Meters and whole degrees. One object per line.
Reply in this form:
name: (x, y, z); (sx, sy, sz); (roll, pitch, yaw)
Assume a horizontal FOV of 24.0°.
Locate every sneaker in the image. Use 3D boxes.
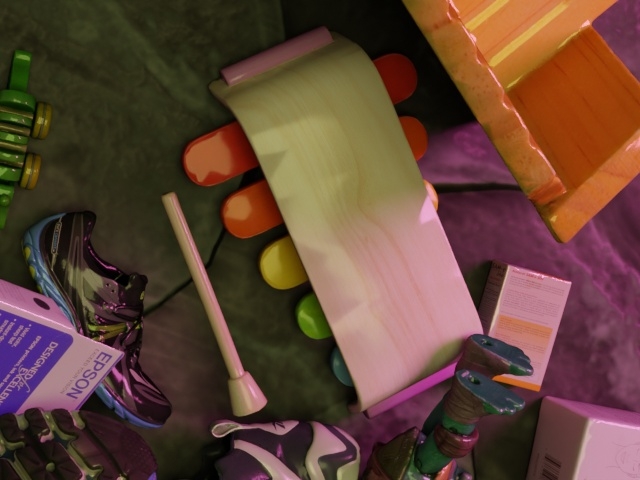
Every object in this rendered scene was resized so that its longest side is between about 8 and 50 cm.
sneaker: (-0.069, 0.250, 1.199); (0.153, 0.094, 0.235); (16, 92, -16)
sneaker: (-0.161, 0.062, 1.161); (0.078, 0.067, 0.188); (-27, 101, -5)
sneaker: (-0.259, 0.243, 1.122); (0.330, 0.129, 0.147); (-33, 149, 6)

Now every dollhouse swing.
dollhouse swing: (0.187, -0.256, 1.082); (0.305, 0.315, 0.347); (-31, 119, 8)

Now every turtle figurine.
turtle figurine: (0.091, 0.195, 1.192); (0.118, 0.175, 0.234); (17, 114, -11)

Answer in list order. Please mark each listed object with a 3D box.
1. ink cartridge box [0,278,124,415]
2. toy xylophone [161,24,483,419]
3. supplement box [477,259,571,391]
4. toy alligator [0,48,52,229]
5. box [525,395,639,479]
ink cartridge box: (-0.285, 0.111, 1.095); (0.208, 0.045, 0.206); (28, 111, -40)
toy xylophone: (0.000, 0.000, 1.192); (0.236, 0.081, 0.322); (-18, 102, -14)
supplement box: (0.165, 0.072, 1.274); (0.062, 0.036, 0.098); (16, 92, -17)
toy alligator: (-0.241, -0.049, 1.131); (0.056, 0.051, 0.189); (13, 93, -17)
box: (0.270, 0.217, 1.295); (0.171, 0.091, 0.130); (13, 93, -17)
